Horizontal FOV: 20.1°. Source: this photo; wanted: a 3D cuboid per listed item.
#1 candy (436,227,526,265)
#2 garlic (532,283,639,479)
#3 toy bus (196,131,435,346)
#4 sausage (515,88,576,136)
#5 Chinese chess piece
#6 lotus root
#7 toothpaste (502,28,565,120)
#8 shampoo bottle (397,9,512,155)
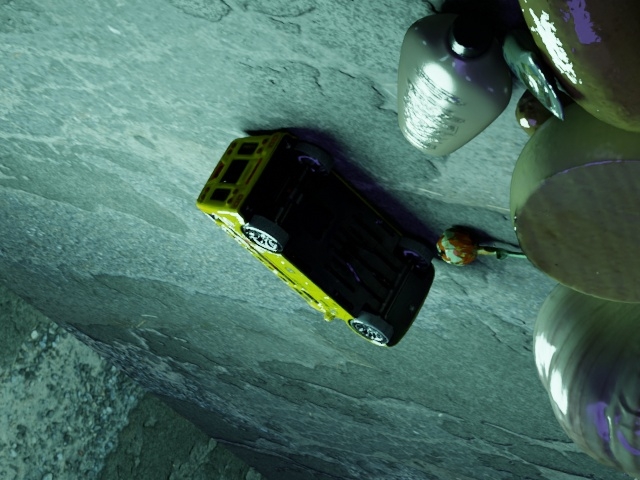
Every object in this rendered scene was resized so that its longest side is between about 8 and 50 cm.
[{"bbox_3d":[0.233,0.017,2.291,0.185,0.049,0.055,8,-175,29],"label":"candy"},{"bbox_3d":[0.395,0.151,2.030,0.318,0.259,0.317,2,-165,0],"label":"garlic"},{"bbox_3d":[0.000,0.000,2.382,0.151,0.145,0.331,5,149,50],"label":"toy bus"},{"bbox_3d":[0.312,-0.066,1.902,0.301,0.065,0.066,40,157,-31],"label":"sausage"},{"bbox_3d":[0.314,-0.040,1.803,0.251,0.097,0.250,8,143,6],"label":"Chinese chess piece"},{"bbox_3d":[0.250,-0.184,1.546,0.131,0.146,0.303,-29,133,16],"label":"lotus root"},{"bbox_3d":[0.195,-0.164,1.667,0.067,0.037,0.255,62,-174,-14],"label":"toothpaste"},{"bbox_3d":[0.134,-0.165,1.851,0.127,0.078,0.257,41,164,7],"label":"shampoo bottle"}]
